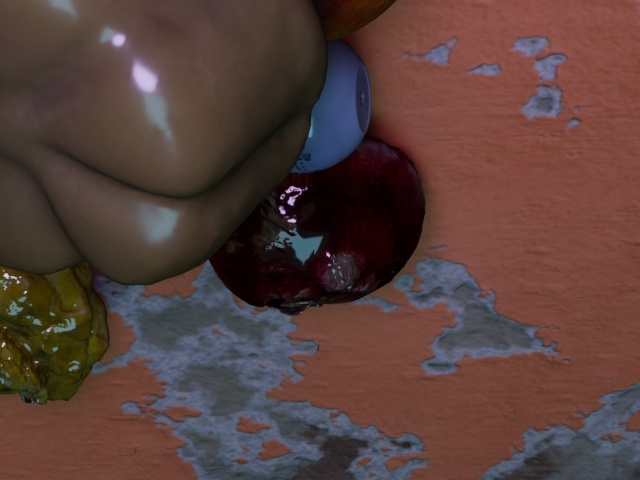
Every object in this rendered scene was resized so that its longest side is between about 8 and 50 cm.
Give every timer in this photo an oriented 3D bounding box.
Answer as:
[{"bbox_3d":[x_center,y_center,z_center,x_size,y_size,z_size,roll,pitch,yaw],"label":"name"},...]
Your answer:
[{"bbox_3d":[-0.065,-0.171,1.864,0.255,0.175,0.175,24,140,14],"label":"timer"}]

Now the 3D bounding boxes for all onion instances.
[{"bbox_3d":[0.000,0.000,2.000,0.272,0.195,0.272,-8,135,-8],"label":"onion"}]

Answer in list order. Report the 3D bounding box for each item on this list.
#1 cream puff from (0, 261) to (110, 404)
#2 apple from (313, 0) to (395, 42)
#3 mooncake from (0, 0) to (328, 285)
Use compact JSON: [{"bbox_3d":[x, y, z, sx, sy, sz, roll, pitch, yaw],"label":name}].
[{"bbox_3d":[-0.393,0.111,2.107,0.281,0.185,0.282,-3,135,-3],"label":"cream puff"},{"bbox_3d":[-0.025,-0.298,1.688,0.251,0.163,0.293,-30,133,29],"label":"apple"},{"bbox_3d":[-0.234,-0.174,1.621,0.467,0.262,0.467,22,140,20],"label":"mooncake"}]
